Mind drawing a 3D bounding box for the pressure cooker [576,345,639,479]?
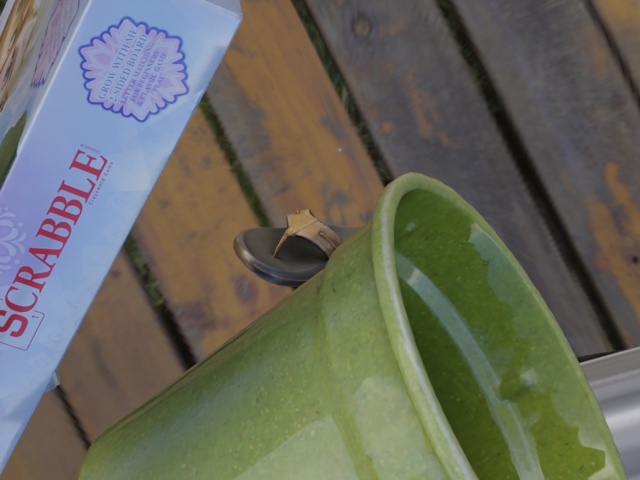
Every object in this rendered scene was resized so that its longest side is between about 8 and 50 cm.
[{"bbox_3d":[0.326,0.333,1.807,0.420,0.375,0.370,-17,83,3],"label":"pressure cooker"}]

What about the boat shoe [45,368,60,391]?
[{"bbox_3d":[-0.294,0.050,1.293,0.081,0.227,0.079,-17,137,-12],"label":"boat shoe"}]

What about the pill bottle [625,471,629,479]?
[{"bbox_3d":[0.150,0.223,1.210,0.301,0.169,0.169,24,94,-13],"label":"pill bottle"}]

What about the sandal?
[{"bbox_3d":[0.000,0.000,1.538,0.219,0.090,0.060,-2,126,-39],"label":"sandal"}]

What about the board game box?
[{"bbox_3d":[-0.146,-0.068,0.786,0.066,0.318,0.318,21,118,-20],"label":"board game box"}]

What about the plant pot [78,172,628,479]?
[{"bbox_3d":[0.010,0.140,0.842,0.254,0.276,0.276,-29,93,21],"label":"plant pot"}]
